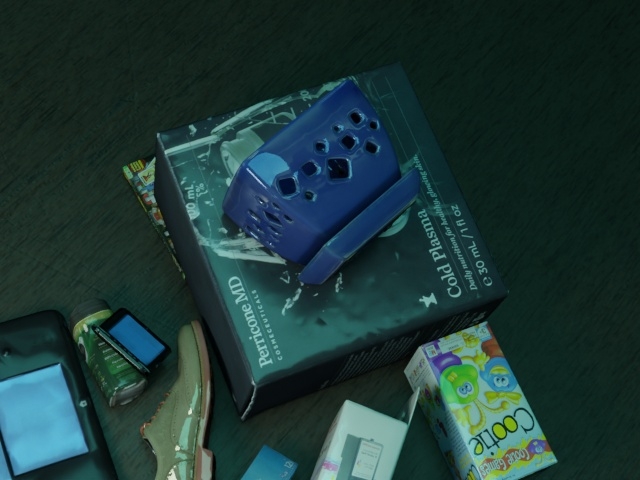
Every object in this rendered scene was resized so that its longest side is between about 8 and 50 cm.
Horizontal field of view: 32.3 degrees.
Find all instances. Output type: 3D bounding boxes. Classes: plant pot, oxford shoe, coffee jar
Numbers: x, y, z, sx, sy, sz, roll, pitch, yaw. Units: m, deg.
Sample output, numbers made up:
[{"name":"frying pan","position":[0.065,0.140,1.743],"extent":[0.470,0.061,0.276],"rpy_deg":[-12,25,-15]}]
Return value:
[{"name":"plant pot","position":[0.008,-0.074,1.732],"extent":[0.236,0.236,0.212],"rpy_deg":[-40,87,-20]},{"name":"oxford shoe","position":[-0.249,0.302,1.920],"extent":[0.130,0.123,0.348],"rpy_deg":[-1,64,-3]},{"name":"coffee jar","position":[-0.380,0.196,1.963],"extent":[0.079,0.096,0.184],"rpy_deg":[-24,71,-24]}]

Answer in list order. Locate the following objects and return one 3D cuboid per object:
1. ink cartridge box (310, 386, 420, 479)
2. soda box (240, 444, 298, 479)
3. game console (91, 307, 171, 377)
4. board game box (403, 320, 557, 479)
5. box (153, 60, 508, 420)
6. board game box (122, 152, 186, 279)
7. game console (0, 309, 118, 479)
[{"name":"ink cartridge box","position":[0.046,0.407,1.861],"extent":[0.119,0.207,0.353],"rpy_deg":[22,63,1]},{"name":"soda box","position":[-0.119,0.445,1.854],"extent":[0.071,0.067,0.210],"rpy_deg":[30,39,7]},{"name":"game console","position":[-0.323,0.170,1.901],"extent":[0.122,0.107,0.071],"rpy_deg":[40,77,4]},{"name":"board game box","position":[0.281,0.310,1.974],"extent":[0.142,0.144,0.275],"rpy_deg":[-18,69,-16]},{"name":"box","position":[0.000,0.000,1.982],"extent":[0.472,0.297,0.479],"rpy_deg":[-19,74,-14]},{"name":"board game box","position":[-0.264,-0.062,2.139],"extent":[0.136,0.030,0.259],"rpy_deg":[-26,71,-20]},{"name":"game console","position":[-0.557,0.332,1.897],"extent":[0.342,0.060,0.386],"rpy_deg":[-18,69,-15]}]
